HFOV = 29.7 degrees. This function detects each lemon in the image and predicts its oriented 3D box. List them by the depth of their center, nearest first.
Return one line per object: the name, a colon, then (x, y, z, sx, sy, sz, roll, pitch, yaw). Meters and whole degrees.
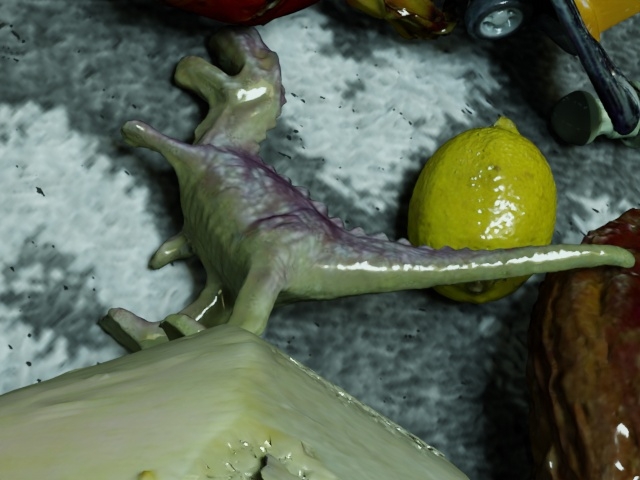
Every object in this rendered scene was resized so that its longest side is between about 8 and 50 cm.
lemon: (0.091, -0.018, 0.676, 0.082, 0.082, 0.111, 24, 67, -20)

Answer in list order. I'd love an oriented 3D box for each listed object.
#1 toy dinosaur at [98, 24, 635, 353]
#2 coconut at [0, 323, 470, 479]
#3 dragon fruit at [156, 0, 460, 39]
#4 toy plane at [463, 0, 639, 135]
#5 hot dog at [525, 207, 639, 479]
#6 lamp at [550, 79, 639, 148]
toy dinosaur: (-0.001, -0.003, 0.593, 0.251, 0.072, 0.200, 30, 59, 25)
coconut: (-0.062, 0.197, 0.412, 0.352, 0.352, 0.353, 7, 74, -26)
dragon fruit: (-0.015, -0.159, 0.644, 0.246, 0.125, 0.125, 20, 86, -33)
toy plane: (0.081, -0.187, 0.633, 0.316, 0.103, 0.204, 22, 47, -49)
hot dog: (0.230, 0.164, 0.646, 0.267, 0.174, 0.388, 2, 77, -25)
lamp: (0.224, -0.083, 0.766, 0.163, 0.091, 0.091, -4, 78, -12)
